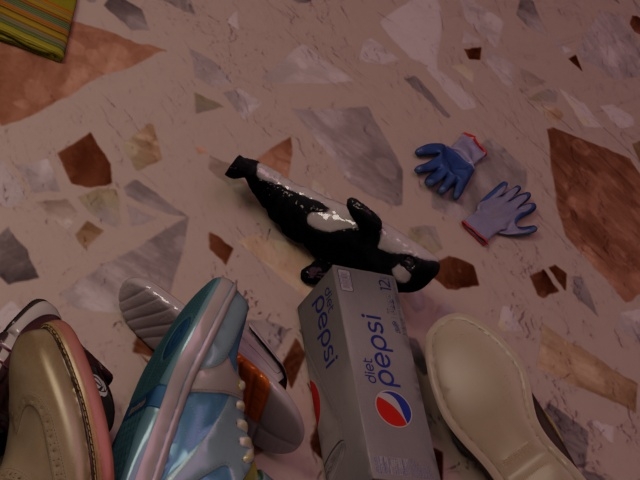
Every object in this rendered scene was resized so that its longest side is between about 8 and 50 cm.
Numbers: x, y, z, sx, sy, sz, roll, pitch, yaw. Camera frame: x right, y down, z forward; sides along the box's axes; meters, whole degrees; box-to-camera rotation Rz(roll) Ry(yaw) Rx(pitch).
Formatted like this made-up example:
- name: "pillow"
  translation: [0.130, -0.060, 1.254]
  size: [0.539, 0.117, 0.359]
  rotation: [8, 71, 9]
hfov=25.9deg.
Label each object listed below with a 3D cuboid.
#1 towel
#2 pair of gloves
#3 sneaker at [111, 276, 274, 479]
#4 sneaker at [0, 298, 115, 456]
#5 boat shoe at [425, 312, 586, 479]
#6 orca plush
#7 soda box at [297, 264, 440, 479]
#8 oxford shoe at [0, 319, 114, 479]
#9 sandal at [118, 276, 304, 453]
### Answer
- name: "towel"
  translation: [-0.365, -0.330, 1.813]
  size: [0.102, 0.021, 0.237]
  rotation: [24, 43, -22]
- name: "pair of gloves"
  translation: [0.225, -0.074, 1.980]
  size: [0.198, 0.023, 0.159]
  rotation: [46, 44, 9]
- name: "sneaker"
  translation: [-0.096, 0.211, 1.424]
  size: [0.208, 0.127, 0.319]
  rotation: [28, 68, -15]
- name: "sneaker"
  translation: [-0.290, 0.185, 1.361]
  size: [0.162, 0.106, 0.281]
  rotation: [39, 42, -3]
- name: "boat shoe"
  translation: [0.228, 0.235, 1.665]
  size: [0.116, 0.097, 0.324]
  rotation: [-32, 66, -3]
- name: "orca plush"
  translation: [0.000, 0.000, 1.714]
  size: [0.287, 0.151, 0.102]
  rotation: [33, 74, -9]
- name: "soda box"
  translation: [0.051, 0.174, 1.597]
  size: [0.091, 0.098, 0.286]
  rotation: [11, 49, -27]
- name: "oxford shoe"
  translation: [-0.266, 0.261, 1.231]
  size: [0.146, 0.140, 0.397]
  rotation: [4, 69, -24]
- name: "sandal"
  translation: [-0.105, 0.120, 1.538]
  size: [0.265, 0.102, 0.076]
  rotation: [42, 45, 8]
